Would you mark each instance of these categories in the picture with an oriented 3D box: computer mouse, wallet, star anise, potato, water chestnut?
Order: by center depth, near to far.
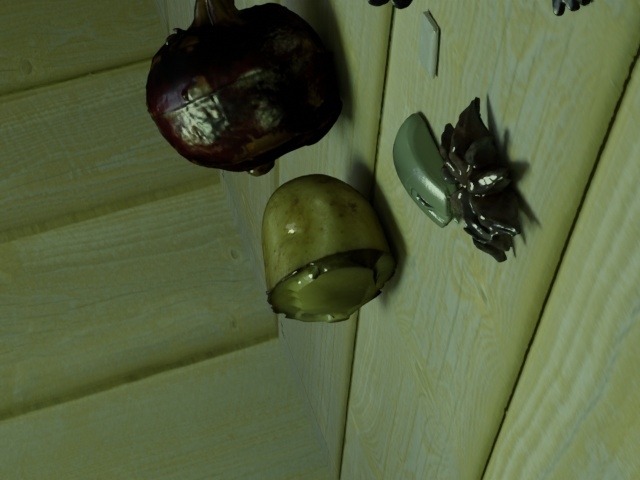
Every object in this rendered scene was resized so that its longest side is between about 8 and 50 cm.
[{"bbox_3d":[0.181,-0.067,1.559,0.195,0.065,0.182,95,158,-71],"label":"star anise"},{"bbox_3d":[0.136,-0.245,1.661,0.083,0.011,0.044,88,162,-52],"label":"wallet"},{"bbox_3d":[0.136,-0.087,1.774,0.089,0.056,0.181,83,165,-57],"label":"computer mouse"},{"bbox_3d":[-0.146,-0.284,2.156,0.347,0.335,0.335,62,173,-18],"label":"water chestnut"},{"bbox_3d":[0.000,0.000,2.171,0.285,0.242,0.242,61,-172,-70],"label":"potato"}]

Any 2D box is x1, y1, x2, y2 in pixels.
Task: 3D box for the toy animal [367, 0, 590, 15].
[{"bbox_3d":[0.129,-0.368,1.267,0.284,0.225,0.302,-136,53,-73],"label":"toy animal"}]
